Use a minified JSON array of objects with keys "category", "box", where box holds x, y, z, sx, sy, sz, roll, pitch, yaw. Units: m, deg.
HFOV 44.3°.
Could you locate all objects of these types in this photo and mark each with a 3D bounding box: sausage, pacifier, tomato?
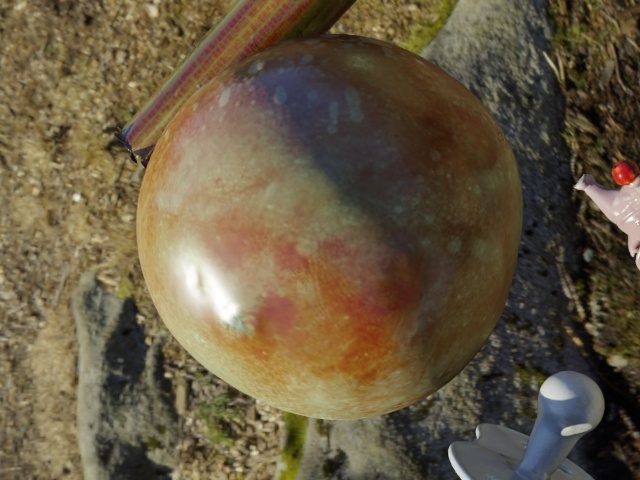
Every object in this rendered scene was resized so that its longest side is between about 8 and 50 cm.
[{"category":"sausage","box":[-0.019,-0.194,0.623,0.371,0.082,0.082,-45,61,11]},{"category":"pacifier","box":[0.317,0.289,1.060,0.244,0.299,0.233,24,102,25]},{"category":"tomato","box":[0.000,0.000,0.544,0.270,0.222,0.270,10,114,24]}]

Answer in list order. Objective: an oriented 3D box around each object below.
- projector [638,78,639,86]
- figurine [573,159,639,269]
[{"category":"projector","box":[0.290,-0.086,0.500,0.061,0.115,0.147,-33,77,-18]},{"category":"figurine","box":[0.580,-0.020,1.362,0.287,0.186,0.176,42,127,-5]}]
